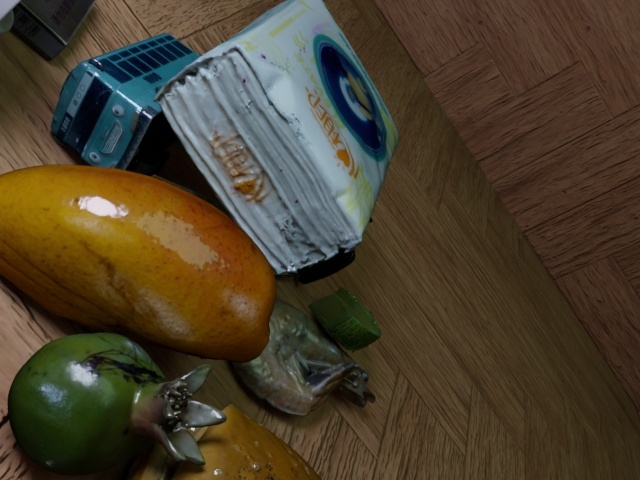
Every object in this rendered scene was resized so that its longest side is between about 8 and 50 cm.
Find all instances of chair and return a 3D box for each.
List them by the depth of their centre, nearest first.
[{"bbox_3d":[0.000,0.000,1.183,0.221,0.140,0.145,27,42,-52],"label":"chair"}]

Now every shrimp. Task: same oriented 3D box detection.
[{"bbox_3d":[-0.020,0.200,1.034,0.317,0.077,0.168,38,45,-30],"label":"shrimp"}]

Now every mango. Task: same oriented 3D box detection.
[{"bbox_3d":[-0.213,0.018,0.766,0.350,0.199,0.201,30,9,-25],"label":"mango"}]

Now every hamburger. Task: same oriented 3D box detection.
[{"bbox_3d":[-0.077,0.330,0.708,0.304,0.174,0.284,50,16,-34],"label":"hamburger"}]

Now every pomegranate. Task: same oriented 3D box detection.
[{"bbox_3d":[-0.192,0.155,0.645,0.152,0.191,0.131,-3,94,-61],"label":"pomegranate"}]

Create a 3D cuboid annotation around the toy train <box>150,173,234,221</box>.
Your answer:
[{"bbox_3d":[-0.191,-0.018,0.943,0.188,0.072,0.099,22,40,-50],"label":"toy train"}]

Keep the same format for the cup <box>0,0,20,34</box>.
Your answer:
[{"bbox_3d":[-0.412,-0.337,0.713,0.257,0.219,0.289,40,28,-33],"label":"cup"}]

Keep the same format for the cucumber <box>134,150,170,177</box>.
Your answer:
[{"bbox_3d":[-0.248,-0.097,0.957,0.034,0.033,0.135,61,27,-7],"label":"cucumber"}]

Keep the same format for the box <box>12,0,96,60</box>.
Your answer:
[{"bbox_3d":[-0.450,-0.404,0.894,0.325,0.047,0.180,44,31,-31],"label":"box"}]

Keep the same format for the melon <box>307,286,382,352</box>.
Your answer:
[{"bbox_3d":[0.041,0.131,1.119,0.118,0.064,0.209,51,5,17],"label":"melon"}]

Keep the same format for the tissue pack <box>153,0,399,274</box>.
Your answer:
[{"bbox_3d":[-0.031,-0.171,0.954,0.287,0.162,0.388,56,26,-17],"label":"tissue pack"}]

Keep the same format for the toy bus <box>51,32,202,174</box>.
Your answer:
[{"bbox_3d":[-0.243,-0.189,0.930,0.147,0.128,0.256,36,28,-3],"label":"toy bus"}]
